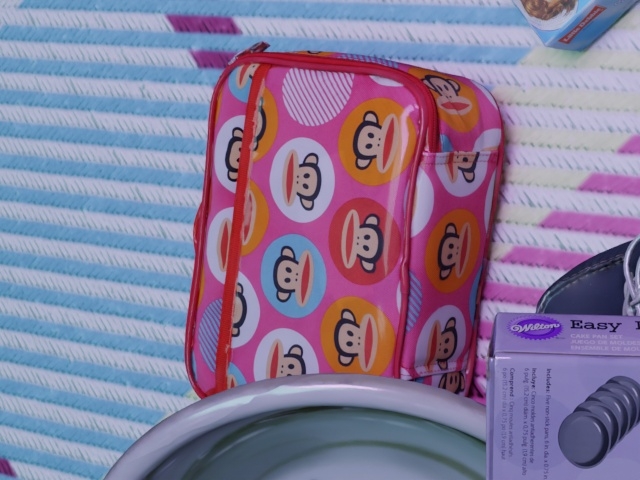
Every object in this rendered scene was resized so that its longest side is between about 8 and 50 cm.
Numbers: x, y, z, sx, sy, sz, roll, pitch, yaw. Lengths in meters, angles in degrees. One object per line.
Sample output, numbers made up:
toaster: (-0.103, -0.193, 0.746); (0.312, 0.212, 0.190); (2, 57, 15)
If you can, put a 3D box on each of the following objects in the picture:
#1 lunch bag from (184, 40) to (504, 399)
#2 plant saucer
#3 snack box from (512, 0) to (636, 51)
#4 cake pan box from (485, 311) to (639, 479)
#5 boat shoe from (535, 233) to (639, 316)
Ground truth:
lunch bag: (0.000, 0.000, 1.373); (0.258, 0.120, 0.293); (12, 99, 40)
plant saucer: (0.028, 0.243, 1.283); (0.401, 0.100, 0.400); (3, 119, 6)
snack box: (0.153, -0.316, 1.292); (0.187, 0.060, 0.322); (-44, 66, 28)
cake pan box: (0.226, 0.177, 1.122); (0.246, 0.070, 0.266); (1, 114, 9)
boat shoe: (0.249, 0.038, 1.209); (0.255, 0.079, 0.095); (-6, 86, 36)
